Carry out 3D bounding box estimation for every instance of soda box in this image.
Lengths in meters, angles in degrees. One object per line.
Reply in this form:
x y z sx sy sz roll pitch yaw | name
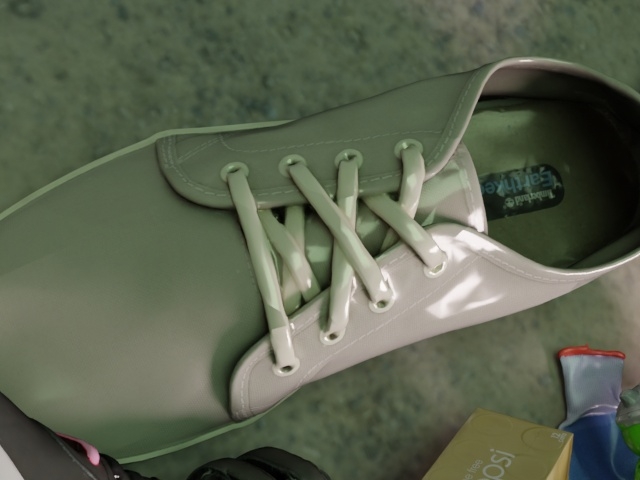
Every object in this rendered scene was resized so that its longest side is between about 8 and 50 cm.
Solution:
0.074 0.160 0.550 0.181 0.061 0.058 -37 132 -52 | soda box

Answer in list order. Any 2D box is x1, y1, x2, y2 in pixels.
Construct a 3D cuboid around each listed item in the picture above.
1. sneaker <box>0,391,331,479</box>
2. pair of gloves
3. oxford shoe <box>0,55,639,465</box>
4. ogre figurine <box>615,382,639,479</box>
-0.079 0.126 0.496 0.147 0.105 0.295 -47 123 -30 | sneaker
0.232 0.146 0.690 0.198 0.023 0.159 3 76 -21 | pair of gloves
0.000 0.000 0.562 0.449 0.130 0.169 -16 87 -16 | oxford shoe
0.235 0.153 0.631 0.118 0.097 0.197 -3 92 -40 | ogre figurine
